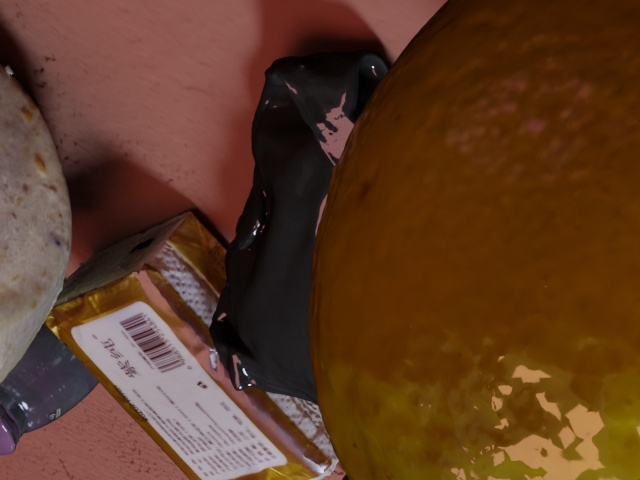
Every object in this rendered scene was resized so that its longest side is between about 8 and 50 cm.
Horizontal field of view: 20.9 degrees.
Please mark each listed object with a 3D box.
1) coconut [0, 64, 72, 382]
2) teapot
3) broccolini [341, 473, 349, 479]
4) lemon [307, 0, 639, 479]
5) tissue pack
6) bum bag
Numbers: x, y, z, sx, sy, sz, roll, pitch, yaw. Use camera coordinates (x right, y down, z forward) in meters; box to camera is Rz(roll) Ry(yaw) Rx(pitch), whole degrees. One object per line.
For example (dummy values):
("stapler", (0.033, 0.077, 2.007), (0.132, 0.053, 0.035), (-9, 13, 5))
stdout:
("coconut", (-0.385, -0.007, 1.299), (0.360, 0.346, 0.346), (-12, 123, 41))
("teapot", (-0.261, 0.106, 1.493), (0.116, 0.146, 0.148), (22, 144, 23))
("broccolini", (0.106, 0.264, 1.448), (0.218, 0.044, 0.042), (42, 163, 3))
("lemon", (0.156, 0.035, 0.834), (0.364, 0.364, 0.364), (25, 145, 19))
("tissue pack", (-0.096, 0.100, 1.380), (0.226, 0.092, 0.183), (47, 146, -16))
("bum bag", (0.000, 0.000, 1.167), (0.142, 0.080, 0.326), (39, 140, 21))
